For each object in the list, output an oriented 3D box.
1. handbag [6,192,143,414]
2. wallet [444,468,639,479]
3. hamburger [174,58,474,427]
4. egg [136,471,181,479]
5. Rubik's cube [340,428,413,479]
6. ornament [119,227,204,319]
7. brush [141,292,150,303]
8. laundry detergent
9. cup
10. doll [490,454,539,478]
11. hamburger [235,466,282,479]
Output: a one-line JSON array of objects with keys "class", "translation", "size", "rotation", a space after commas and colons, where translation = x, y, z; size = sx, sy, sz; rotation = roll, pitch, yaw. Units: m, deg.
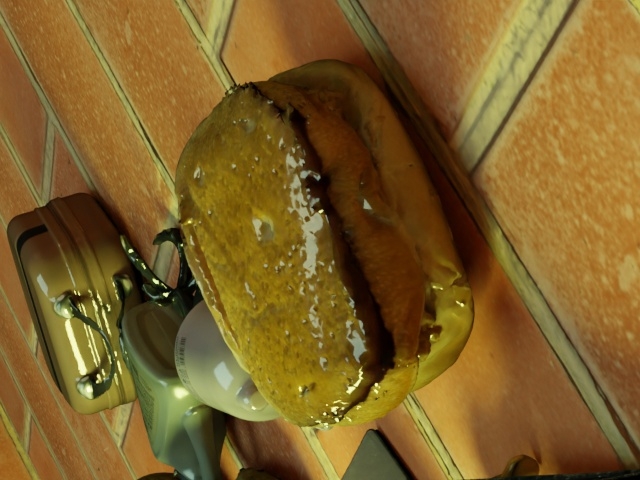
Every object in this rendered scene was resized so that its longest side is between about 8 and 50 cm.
[{"class": "handbag", "translation": [-0.331, 0.107, 2.287], "size": [0.283, 0.149, 0.302], "rotation": [39, 144, 56]}, {"class": "wallet", "translation": [0.214, 0.298, 1.246], "size": [0.290, 0.054, 0.251], "rotation": [-17, 100, 54]}, {"class": "hamburger", "translation": [0.004, 0.005, 1.356], "size": [0.304, 0.174, 0.284], "rotation": [66, 157, 3]}, {"class": "egg", "translation": [-0.209, 0.463, 2.256], "size": [0.238, 0.238, 0.289], "rotation": [92, 155, -48]}, {"class": "Rubik's cube", "translation": [0.088, 0.304, 1.614], "size": [0.250, 0.284, 0.234], "rotation": [-18, 73, 44]}, {"class": "ornament", "translation": [-0.164, 0.055, 1.944], "size": [0.236, 0.080, 0.202], "rotation": [53, 159, 32]}, {"class": "brush", "translation": [-0.206, 0.220, 2.307], "size": [0.090, 0.017, 0.314], "rotation": [10, 120, 62]}, {"class": "laundry detergent", "translation": [-0.183, 0.237, 2.134], "size": [0.215, 0.105, 0.280], "rotation": [-130, 27, -52]}, {"class": "cup", "translation": [-0.064, 0.147, 1.728], "size": [0.142, 0.134, 0.173], "rotation": [12, 121, 63]}, {"class": "doll", "translation": [0.149, 0.255, 1.405], "size": [0.179, 0.089, 0.102], "rotation": [129, 158, -55]}, {"class": "hamburger", "translation": [-0.092, 0.385, 1.988], "size": [0.288, 0.168, 0.192], "rotation": [37, 146, 53]}]
